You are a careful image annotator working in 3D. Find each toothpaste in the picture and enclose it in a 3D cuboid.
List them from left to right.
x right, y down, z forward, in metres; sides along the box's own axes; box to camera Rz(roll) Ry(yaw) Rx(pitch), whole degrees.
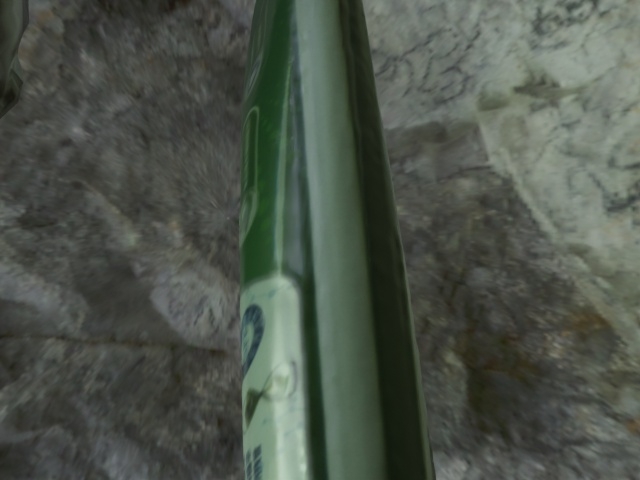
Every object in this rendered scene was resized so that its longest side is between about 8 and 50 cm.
[{"bbox_3d":[0.000,0.000,0.487,0.061,0.099,0.392,10,-132,-16],"label":"toothpaste"}]

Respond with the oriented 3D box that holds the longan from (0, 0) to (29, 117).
[{"bbox_3d":[-0.353,-0.137,0.699,0.404,0.404,0.436,4,-101,-4],"label":"longan"}]
